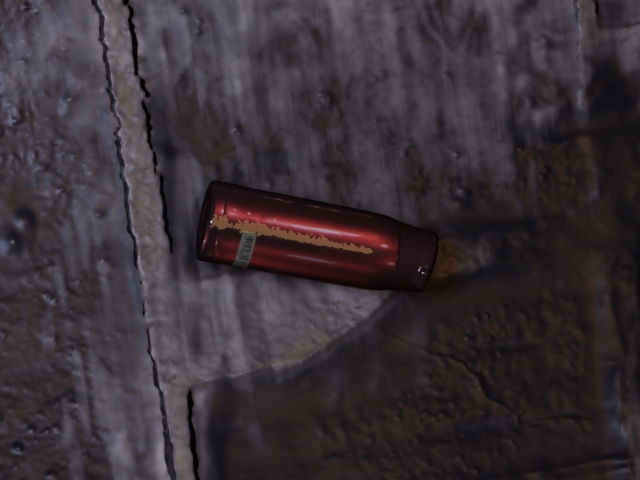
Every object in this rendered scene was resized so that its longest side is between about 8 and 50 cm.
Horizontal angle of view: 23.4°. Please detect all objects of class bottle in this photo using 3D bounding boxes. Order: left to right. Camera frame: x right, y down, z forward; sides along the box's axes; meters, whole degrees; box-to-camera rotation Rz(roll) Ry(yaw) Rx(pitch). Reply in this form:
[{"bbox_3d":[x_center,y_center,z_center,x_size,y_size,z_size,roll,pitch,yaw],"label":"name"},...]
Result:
[{"bbox_3d":[0.000,0.000,1.056,0.164,0.060,0.060,11,89,-11],"label":"bottle"}]
